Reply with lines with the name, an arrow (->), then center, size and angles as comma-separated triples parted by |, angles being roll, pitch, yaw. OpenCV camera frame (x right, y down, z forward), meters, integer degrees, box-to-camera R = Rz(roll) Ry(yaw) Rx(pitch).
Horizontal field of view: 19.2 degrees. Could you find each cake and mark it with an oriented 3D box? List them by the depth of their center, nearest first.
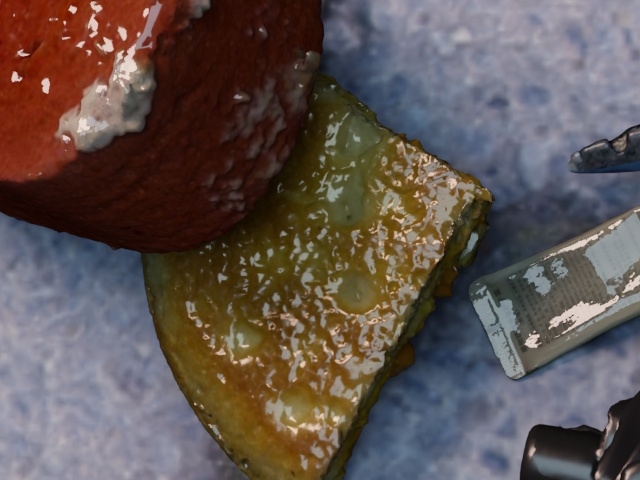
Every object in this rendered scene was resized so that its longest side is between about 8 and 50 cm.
cake -> -0.135, -0.100, 0.941 | 0.283, 0.151, 0.177 | 9, 77, 36

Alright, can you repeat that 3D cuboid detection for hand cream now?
hand cream -> 0.158, 0.012, 0.968 | 0.165, 0.037, 0.057 | -27, 77, 14

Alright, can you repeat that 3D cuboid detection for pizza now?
pizza -> 0.000, 0.000, 0.981 | 0.197, 0.058, 0.292 | -19, 78, 17

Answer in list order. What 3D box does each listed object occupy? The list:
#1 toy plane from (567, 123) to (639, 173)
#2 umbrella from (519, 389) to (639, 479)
toy plane -> 0.239, -0.078, 0.933 | 0.246, 0.078, 0.169 | -12, 50, 10
umbrella -> 0.230, 0.129, 0.897 | 0.272, 0.110, 0.122 | 10, 83, 17
